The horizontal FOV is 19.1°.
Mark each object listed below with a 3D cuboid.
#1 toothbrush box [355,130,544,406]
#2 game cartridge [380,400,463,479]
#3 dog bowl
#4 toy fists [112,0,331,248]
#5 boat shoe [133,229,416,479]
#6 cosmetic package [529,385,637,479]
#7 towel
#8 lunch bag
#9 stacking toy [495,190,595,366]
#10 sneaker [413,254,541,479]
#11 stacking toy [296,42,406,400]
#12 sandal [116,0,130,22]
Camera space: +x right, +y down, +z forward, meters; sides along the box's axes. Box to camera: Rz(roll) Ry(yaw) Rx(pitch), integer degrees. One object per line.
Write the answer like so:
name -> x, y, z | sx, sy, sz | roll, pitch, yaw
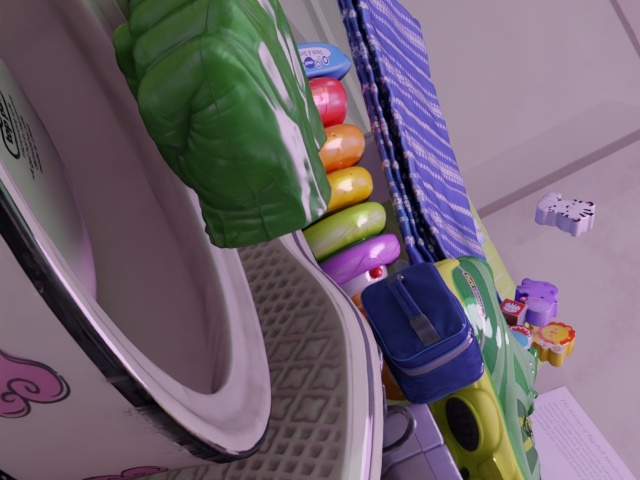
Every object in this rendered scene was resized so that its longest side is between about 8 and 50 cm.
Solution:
toothbrush box -> 0.062, 0.046, 1.867 | 0.283, 0.206, 0.122 | 60, 30, -6
game cartridge -> 0.083, 0.264, 1.536 | 0.355, 0.068, 0.230 | 114, -43, -72
dog bowl -> -0.186, -0.039, 1.015 | 0.408, 0.150, 0.408 | 60, 10, -19
toy fists -> -0.060, -0.096, 1.117 | 0.279, 0.096, 0.142 | -90, 162, -74
boat shoe -> -0.030, 0.118, 1.337 | 0.156, 0.187, 0.500 | 54, 6, -24
cosmetic package -> 0.187, 0.280, 1.748 | 0.225, 0.138, 0.224 | -14, 58, -39
towel -> 0.095, -0.088, 1.718 | 0.243, 0.040, 0.336 | 33, 40, -66
lunch bag -> 0.073, 0.062, 1.399 | 0.098, 0.067, 0.065 | 60, -7, 46
stacking toy -> 0.180, 0.077, 1.695 | 0.221, 0.052, 0.167 | -45, 146, -48
sneaker -> 0.143, 0.146, 1.543 | 0.123, 0.109, 0.295 | -38, 122, -41
stacking toy -> 0.000, 0.000, 1.590 | 0.175, 0.166, 0.302 | -18, 75, -53
sandal -> -0.140, -0.152, 1.746 | 0.120, 0.086, 0.303 | 43, 24, -53
